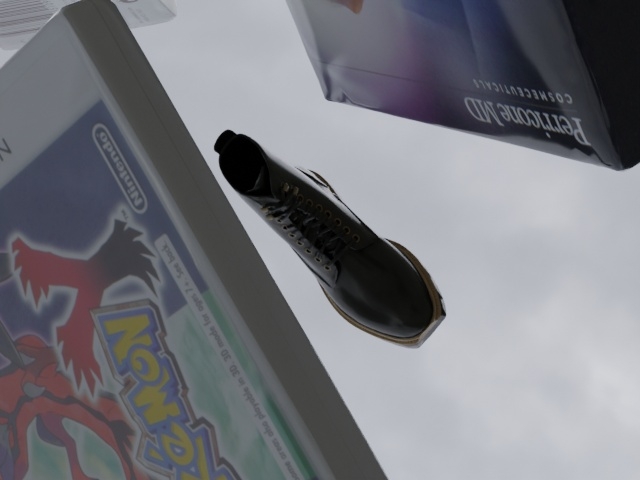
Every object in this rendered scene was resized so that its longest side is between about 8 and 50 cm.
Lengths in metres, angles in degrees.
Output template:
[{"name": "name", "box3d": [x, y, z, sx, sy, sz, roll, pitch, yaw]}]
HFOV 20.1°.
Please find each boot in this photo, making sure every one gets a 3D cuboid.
[{"name": "boot", "box3d": [0.000, 0.000, 1.406, 0.198, 0.077, 0.137, 41, -177, 31]}]

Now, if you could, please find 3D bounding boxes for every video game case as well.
[{"name": "video game case", "box3d": [-0.070, 0.060, 0.531, 0.023, 0.183, 0.201, -24, -98, -49]}]

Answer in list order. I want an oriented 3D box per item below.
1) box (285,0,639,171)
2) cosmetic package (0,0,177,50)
[{"name": "box", "box3d": [0.076, -0.210, 0.801, 0.183, 0.294, 0.296, -30, -160, -16]}, {"name": "cosmetic package", "box3d": [-0.210, -0.266, 1.413, 0.151, 0.151, 0.183, -9, -102, 8]}]
